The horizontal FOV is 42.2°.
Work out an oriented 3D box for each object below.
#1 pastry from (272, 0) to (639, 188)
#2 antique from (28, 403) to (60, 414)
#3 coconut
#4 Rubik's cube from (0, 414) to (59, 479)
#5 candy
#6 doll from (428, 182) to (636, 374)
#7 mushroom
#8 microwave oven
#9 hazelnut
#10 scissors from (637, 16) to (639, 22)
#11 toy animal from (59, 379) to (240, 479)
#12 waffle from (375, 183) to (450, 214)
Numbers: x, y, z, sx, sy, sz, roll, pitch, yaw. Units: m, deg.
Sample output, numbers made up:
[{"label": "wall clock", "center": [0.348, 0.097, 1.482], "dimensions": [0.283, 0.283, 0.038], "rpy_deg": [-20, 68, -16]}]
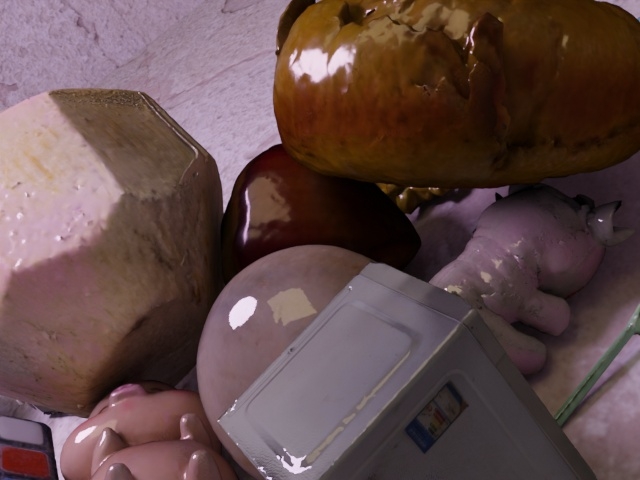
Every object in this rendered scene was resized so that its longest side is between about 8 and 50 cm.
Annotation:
[{"label": "pastry", "center": [0.120, -0.137, 0.722], "dimensions": [0.356, 0.164, 0.356], "rpy_deg": [0, 11, 0]}, {"label": "antique", "center": [-0.332, 0.128, 1.081], "dimensions": [0.146, 0.148, 0.152], "rpy_deg": [-13, 35, 37]}, {"label": "coconut", "center": [-0.252, 0.000, 0.893], "dimensions": [0.352, 0.352, 0.353], "rpy_deg": [-29, 29, 18]}, {"label": "Rubik's cube", "center": [-0.376, 0.299, 0.631], "dimensions": [0.292, 0.287, 0.293], "rpy_deg": [-66, 27, 10]}, {"label": "candy", "center": [0.231, 0.059, 0.612], "dimensions": [0.058, 0.062, 0.194], "rpy_deg": [38, 86, 17]}, {"label": "doll", "center": [0.160, 0.023, 0.695], "dimensions": [0.192, 0.095, 0.149], "rpy_deg": [-48, 24, -13]}, {"label": "mushroom", "center": [0.010, 0.102, 0.692], "dimensions": [0.207, 0.207, 0.215], "rpy_deg": [-28, -4, 21]}, {"label": "microwave oven", "center": [0.061, 0.139, 0.521], "dimensions": [0.163, 0.205, 0.129], "rpy_deg": [-43, 28, -11]}, {"label": "hazelnut", "center": [0.000, 0.000, 0.851], "dimensions": [0.208, 0.208, 0.208], "rpy_deg": [-29, 29, 18]}, {"label": "scissors", "center": [0.428, -0.310, 0.933], "dimensions": [0.192, 0.029, 0.447], "rpy_deg": [-8, 41, 44]}, {"label": "toy animal", "center": [-0.141, 0.210, 0.723], "dimensions": [0.166, 0.154, 0.250], "rpy_deg": [0, 13, -15]}, {"label": "waffle", "center": [0.133, -0.137, 0.996], "dimensions": [0.293, 0.069, 0.260], "rpy_deg": [-33, 27, 14]}]
